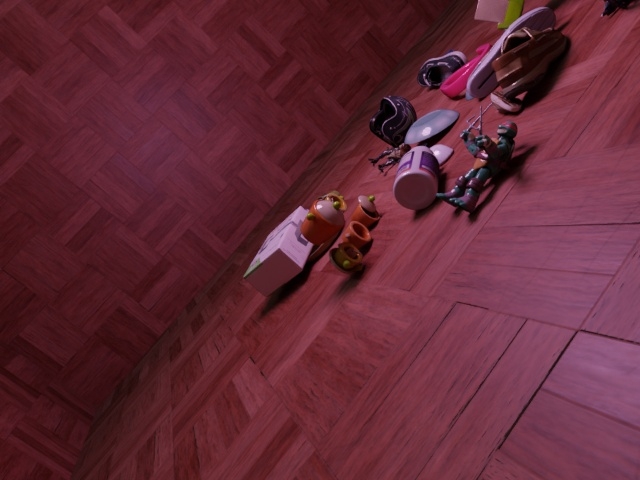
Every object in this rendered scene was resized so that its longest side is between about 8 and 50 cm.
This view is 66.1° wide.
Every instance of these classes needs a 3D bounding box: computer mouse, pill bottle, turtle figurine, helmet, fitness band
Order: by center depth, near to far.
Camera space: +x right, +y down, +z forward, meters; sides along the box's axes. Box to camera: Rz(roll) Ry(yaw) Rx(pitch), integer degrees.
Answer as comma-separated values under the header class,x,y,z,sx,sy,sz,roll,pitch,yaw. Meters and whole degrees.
class,x,y,z,sx,sy,sz,roll,pitch,yaw
turtle figurine,0.334,-0.175,1.013,0.234,0.118,0.175,-62,-3,6
pill bottle,0.251,-0.169,1.267,0.108,0.108,0.193,-38,16,34
computer mouse,0.317,-0.249,1.425,0.106,0.042,0.193,-48,13,-7
fitness band,0.513,-0.590,1.717,0.209,0.054,0.291,-43,9,16
helmet,0.278,-0.448,1.829,0.161,0.169,0.169,-55,13,5

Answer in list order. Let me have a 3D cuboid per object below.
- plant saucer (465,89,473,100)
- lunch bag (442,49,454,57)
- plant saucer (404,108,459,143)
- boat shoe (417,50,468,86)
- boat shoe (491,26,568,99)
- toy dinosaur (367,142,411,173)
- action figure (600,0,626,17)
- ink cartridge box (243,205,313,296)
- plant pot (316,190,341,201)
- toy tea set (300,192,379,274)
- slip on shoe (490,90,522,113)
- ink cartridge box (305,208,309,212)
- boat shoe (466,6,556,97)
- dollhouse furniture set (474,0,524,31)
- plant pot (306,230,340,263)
class,x,y,z,sx,sy,sz,roll,pitch,yaw
plant saucer,0.511,-0.502,1.586,0.119,0.021,0.119,-44,14,13
lunch bag,0.543,-0.745,2.079,0.098,0.065,0.067,-39,31,26
plant saucer,0.352,-0.380,1.597,0.195,0.037,0.195,-30,19,11
boat shoe,0.476,-0.690,2.027,0.091,0.114,0.302,-45,12,-14
boat shoe,0.521,-0.476,1.233,0.122,0.120,0.324,-28,16,49
toy dinosaur,0.243,-0.299,1.761,0.118,0.064,0.268,-34,12,-4
action figure,0.681,-0.592,1.070,0.164,0.141,0.276,-57,13,12
ink cartridge box,-0.124,0.035,1.695,0.198,0.115,0.273,-39,16,33
plant pot,0.042,-0.159,1.971,0.079,0.083,0.083,-40,8,-31
toy tea set,0.077,-0.064,1.327,0.124,0.200,0.336,-49,5,32
slip on shoe,0.465,-0.339,1.239,0.051,0.041,0.135,-7,30,-5
ink cartridge box,-0.077,-0.040,1.949,0.143,0.090,0.092,-33,19,49
boat shoe,0.543,-0.556,1.446,0.302,0.109,0.094,-44,22,25
dollhouse furniture set,0.568,-0.762,1.549,0.301,0.151,0.198,-40,-38,-61
plant pot,0.000,0.000,1.726,0.236,0.032,0.236,-45,13,13
